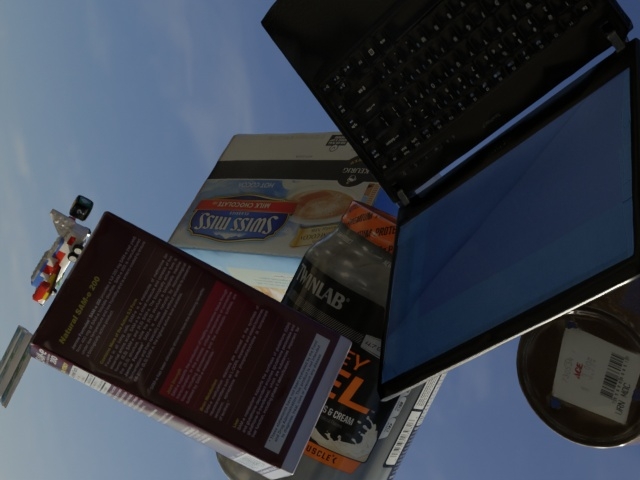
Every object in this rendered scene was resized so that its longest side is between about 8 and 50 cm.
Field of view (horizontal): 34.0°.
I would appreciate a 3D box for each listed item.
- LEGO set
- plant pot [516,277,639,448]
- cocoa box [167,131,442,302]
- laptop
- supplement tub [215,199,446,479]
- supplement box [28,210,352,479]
[{"bbox_3d":[-0.319,0.055,1.166,0.244,0.060,0.182,-65,-162,-8],"label":"LEGO set"},{"bbox_3d":[0.252,0.066,0.813,0.215,0.230,0.215,12,-69,33],"label":"plant pot"},{"bbox_3d":[0.000,0.000,1.511,0.347,0.228,0.231,4,-36,40],"label":"cocoa box"},{"bbox_3d":[0.059,-0.074,0.633,0.264,0.136,0.234,54,-42,0],"label":"laptop"},{"bbox_3d":[0.033,0.129,1.114,0.316,0.193,0.193,-65,-152,5],"label":"supplement tub"},{"bbox_3d":[-0.110,0.092,0.889,0.130,0.239,0.073,-64,-172,-22],"label":"supplement box"}]
